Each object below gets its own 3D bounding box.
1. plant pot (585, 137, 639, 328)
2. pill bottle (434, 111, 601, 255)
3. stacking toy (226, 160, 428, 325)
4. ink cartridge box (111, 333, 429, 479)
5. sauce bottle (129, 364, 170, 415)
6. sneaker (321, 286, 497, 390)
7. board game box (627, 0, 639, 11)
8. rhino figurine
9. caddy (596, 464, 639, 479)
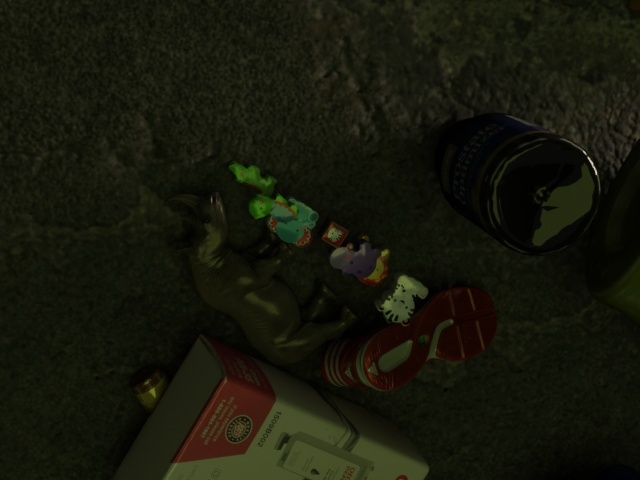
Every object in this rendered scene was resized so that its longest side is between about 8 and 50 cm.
[{"bbox_3d":[0.492,0.025,1.326,0.353,0.366,0.367,24,98,-5],"label":"plant pot"},{"bbox_3d":[0.194,-0.067,1.283,0.122,0.219,0.123,-3,104,-11],"label":"pill bottle"},{"bbox_3d":[0.000,0.000,1.287,0.221,0.167,0.052,32,96,-18],"label":"stacking toy"},{"bbox_3d":[-0.053,0.257,1.342,0.283,0.117,0.207,28,97,-27],"label":"ink cartridge box"},{"bbox_3d":[-0.162,0.198,1.368,0.042,0.042,0.128,-33,108,-2],"label":"sauce bottle"},{"bbox_3d":[0.089,0.107,1.386,0.221,0.128,0.087,-14,94,-41],"label":"sneaker"},{"bbox_3d":[0.501,-0.377,1.350,0.242,0.064,0.317,11,101,-14],"label":"board game box"},{"bbox_3d":[-0.077,0.039,1.331,0.106,0.073,0.243,-45,107,-1],"label":"rhino figurine"},{"bbox_3d":[0.342,0.436,1.462,0.241,0.179,0.341,-10,105,-10],"label":"caddy"}]
